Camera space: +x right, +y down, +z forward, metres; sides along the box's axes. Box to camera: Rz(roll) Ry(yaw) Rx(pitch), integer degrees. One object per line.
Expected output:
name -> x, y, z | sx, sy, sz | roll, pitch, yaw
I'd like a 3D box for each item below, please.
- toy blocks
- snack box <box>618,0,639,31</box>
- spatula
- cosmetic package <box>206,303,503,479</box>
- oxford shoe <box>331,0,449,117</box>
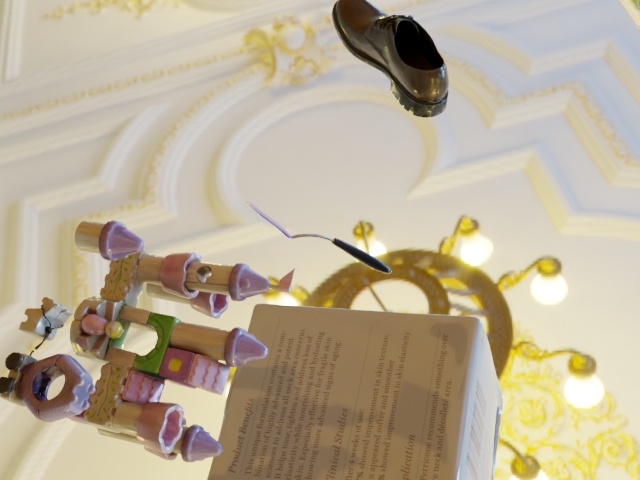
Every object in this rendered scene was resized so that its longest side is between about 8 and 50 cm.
toy blocks -> -0.196, 0.140, 1.201 | 0.260, 0.309, 0.288 | 10, -110, 19
snack box -> 0.518, -0.350, 1.254 | 0.174, 0.207, 0.070 | -46, -138, 14
spatula -> 0.000, 0.000, 1.634 | 0.297, 0.030, 0.084 | 22, -173, -15
cosmetic package -> 0.077, 0.327, 1.510 | 0.394, 0.327, 0.329 | 3, -121, 20
oxford shoe -> 0.096, -0.269, 1.190 | 0.083, 0.096, 0.227 | -29, -121, -22
